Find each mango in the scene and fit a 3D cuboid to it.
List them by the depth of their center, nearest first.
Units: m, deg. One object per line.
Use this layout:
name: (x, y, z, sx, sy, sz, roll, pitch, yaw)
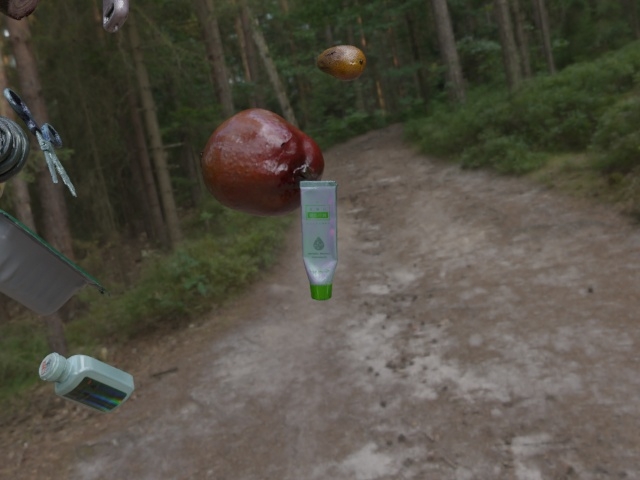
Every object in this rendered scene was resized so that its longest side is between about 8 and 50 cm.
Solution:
mango: (0.057, -0.489, 1.795, 0.105, 0.084, 0.159, -36, 45, -22)

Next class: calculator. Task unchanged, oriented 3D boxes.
calculator: (-0.426, -0.516, 1.380, 0.032, 0.175, 0.100, 3, -10, -34)

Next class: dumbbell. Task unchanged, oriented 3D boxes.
dumbbell: (-0.756, -0.248, 1.427, 0.179, 0.179, 0.406, -13, -11, -12)

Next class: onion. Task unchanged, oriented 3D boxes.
onion: (-0.803, -0.713, 1.783, 0.218, 0.139, 0.195, -49, -3, -22)

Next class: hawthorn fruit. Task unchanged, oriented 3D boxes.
hawthorn fruit: (-0.139, -0.189, 1.679, 0.311, 0.295, 0.295, 11, 13, 13)

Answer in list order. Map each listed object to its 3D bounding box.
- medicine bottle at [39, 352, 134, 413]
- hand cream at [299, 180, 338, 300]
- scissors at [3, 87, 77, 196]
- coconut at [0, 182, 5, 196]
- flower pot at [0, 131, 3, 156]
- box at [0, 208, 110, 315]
medicine bottle: (-0.594, 0.354, 1.675, 0.121, 0.229, 0.083, -39, 42, 13)
hand cream: (0.000, 0.000, 1.517, 0.078, 0.276, 0.050, -7, 17, -19)
scissors: (-0.803, -0.272, 1.945, 0.029, 0.383, 0.256, -34, -33, -1)
coconut: (-0.938, -0.172, 1.814, 0.147, 0.153, 0.147, 1, -34, 1)
flower pot: (-0.627, -0.189, 1.120, 0.157, 0.158, 0.107, -15, -18, -25)
box: (-0.550, 0.023, 1.131, 0.264, 0.106, 0.337, 23, -20, 25)
